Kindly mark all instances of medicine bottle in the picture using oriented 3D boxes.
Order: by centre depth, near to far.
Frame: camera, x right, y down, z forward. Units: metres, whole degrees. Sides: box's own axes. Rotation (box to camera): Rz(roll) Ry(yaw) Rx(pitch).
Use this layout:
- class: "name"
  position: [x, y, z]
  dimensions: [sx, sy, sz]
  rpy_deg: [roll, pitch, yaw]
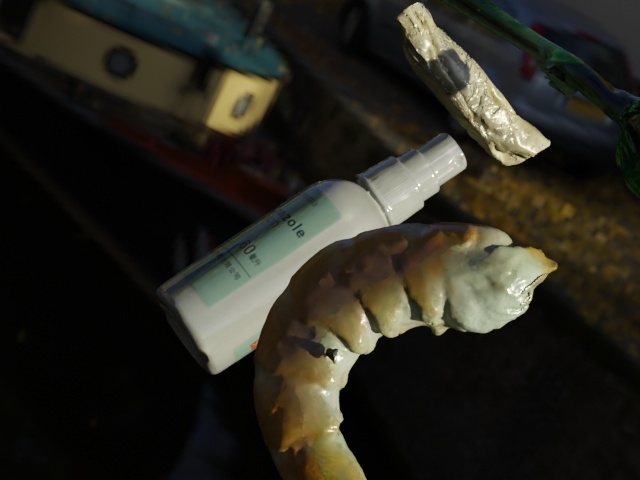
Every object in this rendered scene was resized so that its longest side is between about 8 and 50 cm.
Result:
- class: "medicine bottle"
  position: [0.000, 0.000, 1.777]
  dimensions: [0.110, 0.351, 0.110]
  rpy_deg: [52, -13, 17]

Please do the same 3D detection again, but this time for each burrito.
- class: "burrito"
  position: [0.151, -0.160, 1.797]
  dimensions: [0.229, 0.058, 0.063]
  rpy_deg: [43, -4, -24]

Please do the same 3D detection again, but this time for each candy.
- class: "candy"
  position: [0.161, -0.118, 1.149]
  dimensions: [0.323, 0.097, 0.097]
  rpy_deg: [38, 21, 27]

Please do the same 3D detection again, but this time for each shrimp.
- class: "shrimp"
  position: [0.043, 0.071, 0.854]
  dimensions: [0.161, 0.166, 0.049]
  rpy_deg: [-8, -23, 13]
